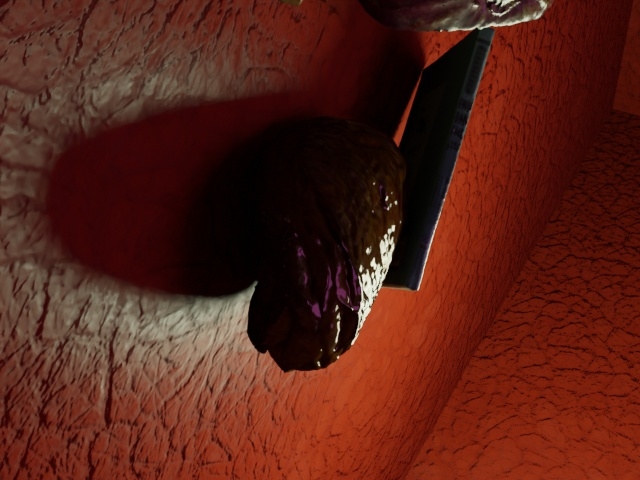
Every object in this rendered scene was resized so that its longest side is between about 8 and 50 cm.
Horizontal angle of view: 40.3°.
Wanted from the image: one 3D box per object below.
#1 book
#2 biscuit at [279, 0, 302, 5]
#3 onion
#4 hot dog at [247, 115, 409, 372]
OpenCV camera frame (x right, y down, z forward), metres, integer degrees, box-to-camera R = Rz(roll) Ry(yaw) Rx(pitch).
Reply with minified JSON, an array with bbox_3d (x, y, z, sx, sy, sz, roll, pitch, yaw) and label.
[{"bbox_3d":[0.146,-0.109,1.282,0.264,0.031,0.379,173,-65,-78],"label":"book"},{"bbox_3d":[0.000,-0.393,0.814,0.202,0.047,0.333,-103,-159,-70],"label":"biscuit"},{"bbox_3d":[0.162,-0.383,1.035,0.256,0.272,0.230,-32,145,-35],"label":"onion"},{"bbox_3d":[0.000,0.000,1.061,0.387,0.174,0.266,-58,154,-62],"label":"hot dog"}]
